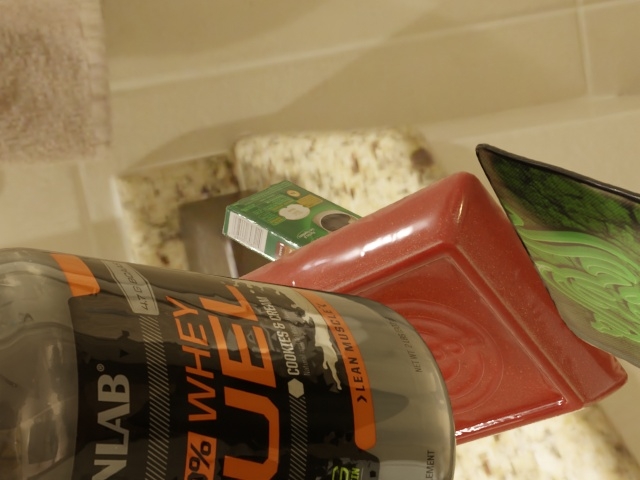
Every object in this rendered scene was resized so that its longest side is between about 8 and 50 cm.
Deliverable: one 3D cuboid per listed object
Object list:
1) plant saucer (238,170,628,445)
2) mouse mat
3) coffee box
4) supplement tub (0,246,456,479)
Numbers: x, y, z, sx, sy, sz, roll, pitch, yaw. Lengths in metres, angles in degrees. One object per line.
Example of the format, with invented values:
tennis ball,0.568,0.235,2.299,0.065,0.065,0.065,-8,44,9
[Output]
plant saucer,0.088,0.093,0.789,0.258,0.048,0.259,-26,118,33
mouse mat,0.154,0.031,0.394,0.189,0.007,0.153,32,162,52
coffee box,0.000,0.000,0.971,0.184,0.113,0.040,26,122,23
supplement tub,-0.096,0.110,0.502,0.193,0.316,0.194,-15,70,50
